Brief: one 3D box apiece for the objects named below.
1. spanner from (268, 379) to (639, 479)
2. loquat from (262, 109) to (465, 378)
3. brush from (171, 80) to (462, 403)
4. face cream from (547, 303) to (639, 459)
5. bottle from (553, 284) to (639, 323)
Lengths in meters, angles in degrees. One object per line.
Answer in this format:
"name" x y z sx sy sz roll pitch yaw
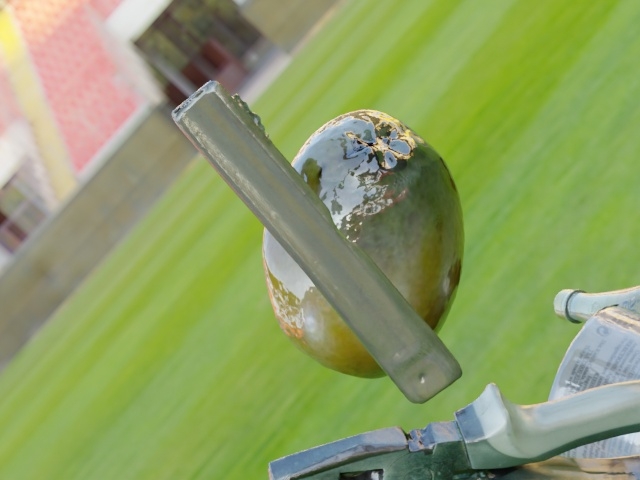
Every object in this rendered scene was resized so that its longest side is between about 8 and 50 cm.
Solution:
"spanner" 0.130 0.124 0.999 0.040 0.325 0.095 -109 19 -53
"loquat" 0.038 0.002 1.481 0.179 0.179 0.227 -81 -2 -78
"brush" 0.000 0.000 0.857 0.034 0.190 0.027 -39 4 21
"face cream" 0.314 0.165 1.650 0.177 0.153 0.177 -37 -41 -41
"bottle" 0.350 0.082 1.868 0.083 0.083 0.270 -50 29 -19
